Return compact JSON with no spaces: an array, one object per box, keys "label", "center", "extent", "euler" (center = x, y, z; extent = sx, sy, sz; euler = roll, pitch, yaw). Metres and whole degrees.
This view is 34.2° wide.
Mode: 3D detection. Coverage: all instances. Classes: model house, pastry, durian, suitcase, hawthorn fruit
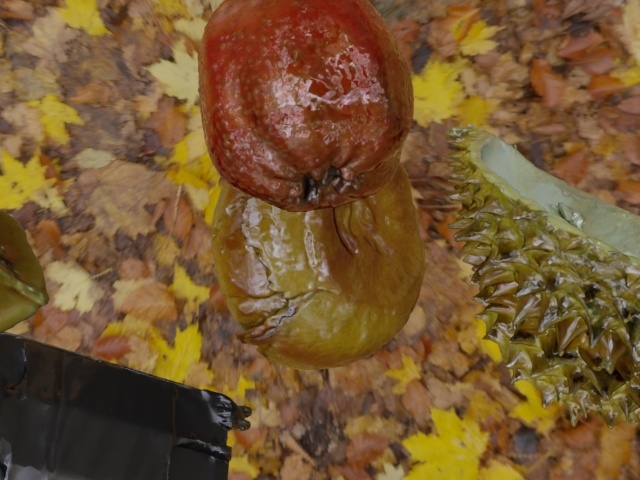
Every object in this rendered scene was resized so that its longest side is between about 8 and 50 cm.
[{"label":"model house","center":[-0.435,-0.011,1.057],"extent":[0.268,0.239,0.173],"euler":[-7,57,29]},{"label":"pastry","center":[0.000,0.000,1.387],"extent":[0.356,0.163,0.356],"euler":[11,74,-44]},{"label":"durian","center":[0.166,0.017,0.618],"extent":[0.252,0.144,0.139],"euler":[24,58,17]},{"label":"suitcase","center":[-0.311,0.293,1.365],"extent":[0.433,0.194,0.283],"euler":[22,55,-31]},{"label":"hawthorn fruit","center":[-0.020,-0.152,0.943],"extent":[0.205,0.205,0.253],"euler":[-14,65,-3]}]
